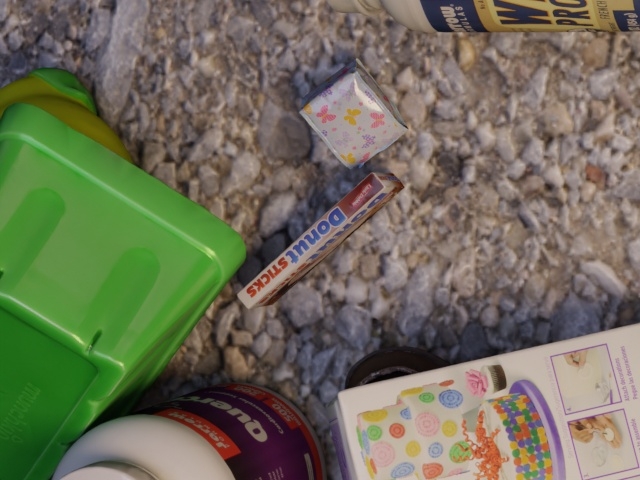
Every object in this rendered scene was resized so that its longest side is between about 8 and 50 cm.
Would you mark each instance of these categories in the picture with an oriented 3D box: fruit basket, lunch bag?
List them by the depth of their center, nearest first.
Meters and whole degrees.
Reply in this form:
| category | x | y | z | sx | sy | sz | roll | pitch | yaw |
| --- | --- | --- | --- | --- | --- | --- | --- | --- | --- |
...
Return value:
| category | x | y | z | sx | sy | sz | roll | pitch | yaw |
| --- | --- | --- | --- | --- | --- | --- | --- | --- | --- |
| lunch bag | 0.031 | -0.116 | 1.506 | 0.071 | 0.053 | 0.083 | -36 | 107 | 16 |
| fruit basket | -0.243 | 0.013 | 1.508 | 0.283 | 0.392 | 0.392 | 32 | 103 | -6 |

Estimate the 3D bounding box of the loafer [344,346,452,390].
| category | x | y | z | sx | sy | sz | roll | pitch | yaw |
| --- | --- | --- | --- | --- | --- | --- | --- | --- | --- |
| loafer | 0.134 | 0.260 | 1.448 | 0.134 | 0.130 | 0.366 | -34 | 82 | 17 |

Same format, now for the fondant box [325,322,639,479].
| category | x | y | z | sx | sy | sz | roll | pitch | yaw |
| --- | --- | --- | --- | --- | --- | --- | --- | --- | --- |
| fondant box | 0.192 | 0.212 | 1.362 | 0.330 | 0.096 | 0.238 | -12 | 81 | -10 |

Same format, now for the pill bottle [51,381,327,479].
| category | x | y | z | sx | sy | sz | roll | pitch | yaw |
| --- | --- | --- | --- | --- | --- | --- | --- | --- | --- |
| pill bottle | -0.123 | 0.233 | 1.432 | 0.181 | 0.323 | 0.181 | 1 | 93 | 18 |

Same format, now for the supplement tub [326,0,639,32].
| category | x | y | z | sx | sy | sz | roll | pitch | yaw |
| --- | --- | --- | --- | --- | --- | --- | --- | --- | --- |
| supplement tub | 0.165 | -0.289 | 1.360 | 0.316 | 0.228 | 0.228 | 2 | 93 | 19 |

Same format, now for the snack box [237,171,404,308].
| category | x | y | z | sx | sy | sz | roll | pitch | yaw |
| --- | --- | --- | --- | --- | --- | --- | --- | --- | --- |
| snack box | 0.000 | 0.000 | 1.516 | 0.178 | 0.064 | 0.022 | -42 | 78 | 16 |
